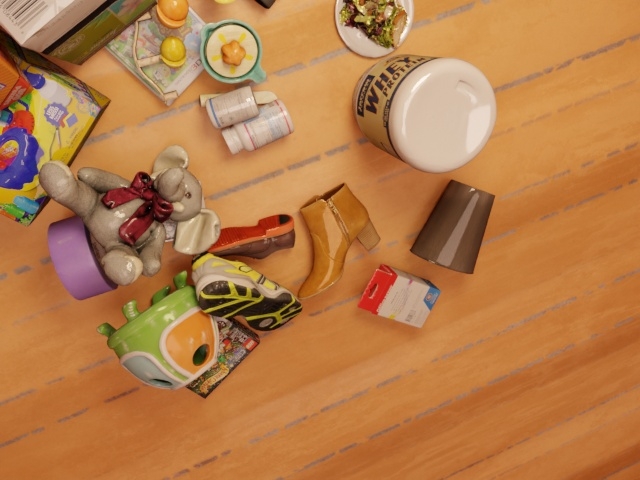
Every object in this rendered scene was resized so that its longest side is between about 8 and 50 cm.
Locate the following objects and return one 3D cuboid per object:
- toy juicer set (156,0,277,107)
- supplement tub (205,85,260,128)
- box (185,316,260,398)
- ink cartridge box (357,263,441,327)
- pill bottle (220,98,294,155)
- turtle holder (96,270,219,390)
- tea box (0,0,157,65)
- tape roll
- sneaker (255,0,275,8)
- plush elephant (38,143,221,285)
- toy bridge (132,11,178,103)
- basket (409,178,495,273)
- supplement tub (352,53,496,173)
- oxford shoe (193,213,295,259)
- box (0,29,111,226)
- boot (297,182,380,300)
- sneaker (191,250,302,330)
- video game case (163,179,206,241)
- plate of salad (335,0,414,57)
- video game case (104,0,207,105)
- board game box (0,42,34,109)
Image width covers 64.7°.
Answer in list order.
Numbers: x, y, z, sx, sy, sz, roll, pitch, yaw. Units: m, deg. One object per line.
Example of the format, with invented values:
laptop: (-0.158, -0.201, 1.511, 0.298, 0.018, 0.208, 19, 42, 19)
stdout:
toy juicer set: (-0.225, -0.391, 1.083, 0.209, 0.089, 0.329, -25, 133, -6)
supplement tub: (-0.197, -0.297, 1.131, 0.107, 0.071, 0.071, -18, 115, 1)
box: (-0.306, 0.314, 1.408, 0.233, 0.044, 0.159, -46, 116, 5)
ink cartridge box: (0.218, 0.157, 1.477, 0.231, 0.078, 0.134, 21, 104, -23)
pill bottle: (-0.150, -0.264, 1.195, 0.160, 0.087, 0.087, -26, 116, -4)
turtle holder: (-0.389, 0.248, 1.220, 0.320, 0.243, 0.227, -34, 92, 20)
tea box: (-0.484, -0.506, 0.847, 0.220, 0.323, 0.329, -38, 106, 2)
tape roll: (-0.535, 0.036, 1.148, 0.080, 0.189, 0.189, -19, 115, -8)
sneaker: (-0.168, -0.630, 1.042, 0.270, 0.090, 0.145, 35, 98, -29)
plush elephant: (-0.361, -0.075, 1.081, 0.255, 0.330, 0.272, -36, 87, -6)
toy bridge: (-0.366, -0.388, 1.089, 0.063, 0.026, 0.188, -17, 116, -7)
basket: (0.382, -0.043, 1.409, 0.204, 0.154, 0.226, 16, 102, -22)
supplement tub: (0.216, -0.300, 1.153, 0.235, 0.325, 0.235, -6, 113, -14)
oxford shoe: (-0.191, 0.017, 1.296, 0.271, 0.097, 0.098, -15, 121, -10)
box: (-0.634, -0.237, 1.017, 0.279, 0.177, 0.290, 32, 100, -24)
boot: (0.001, 0.000, 1.348, 0.295, 0.104, 0.211, -40, 111, -3)
sneaker: (-0.174, 0.125, 1.288, 0.145, 0.147, 0.385, -37, 147, 9)
video game case: (-0.363, -0.069, 1.249, 0.157, 0.019, 0.143, -10, 113, -11)
plate of salad: (0.132, -0.536, 1.189, 0.200, 0.048, 0.199, -6, 113, -14)
video game case: (-0.348, -0.438, 1.102, 0.193, 0.023, 0.212, -45, 116, 4)
board game box: (-0.699, -0.303, 0.662, 0.356, 0.356, 0.356, -37, 98, -11)
